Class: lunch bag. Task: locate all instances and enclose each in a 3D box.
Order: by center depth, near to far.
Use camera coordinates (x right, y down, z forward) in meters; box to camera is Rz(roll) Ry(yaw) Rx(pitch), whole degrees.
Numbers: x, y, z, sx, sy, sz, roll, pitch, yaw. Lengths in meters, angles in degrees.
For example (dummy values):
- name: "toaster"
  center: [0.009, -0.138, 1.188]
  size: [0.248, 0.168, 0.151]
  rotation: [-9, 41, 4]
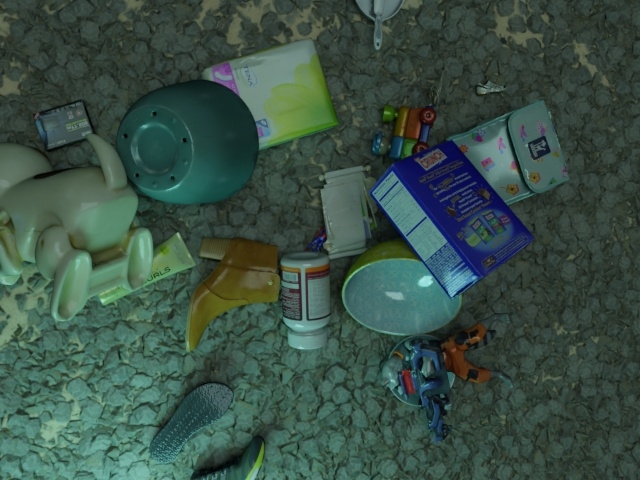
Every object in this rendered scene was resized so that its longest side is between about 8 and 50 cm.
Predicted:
- name: "lunch bag"
  center: [0.471, -0.207, 1.766]
  size: [0.262, 0.160, 0.224]
  rotation: [-20, 95, 14]

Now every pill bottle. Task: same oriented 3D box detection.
- name: "pill bottle"
  center: [-0.035, 0.145, 1.727]
  size: [0.121, 0.121, 0.221]
  rotation: [-3, 102, -9]

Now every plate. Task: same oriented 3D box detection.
- name: "plate"
  center: [0.260, 0.336, 1.833]
  size: [0.188, 0.024, 0.188]
  rotation: [0, 90, -9]

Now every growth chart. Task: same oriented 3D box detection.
- name: "growth chart"
  center: [0.073, -0.071, 1.786]
  size: [0.171, 0.021, 0.238]
  rotation: [-4, 92, -23]

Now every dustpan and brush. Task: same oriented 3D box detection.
- name: "dustpan and brush"
  center: [0.146, -0.583, 1.787]
  size: [0.147, 0.060, 0.211]
  rotation: [4, 90, -9]

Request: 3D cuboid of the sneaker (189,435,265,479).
- name: "sneaker"
  center: [-0.249, 0.590, 1.715]
  size: [0.121, 0.111, 0.300]
  rotation: [42, 82, -3]

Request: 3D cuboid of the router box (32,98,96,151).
- name: "router box"
  center: [-0.610, -0.274, 1.680]
  size: [0.122, 0.038, 0.092]
  rotation: [-20, 94, -8]

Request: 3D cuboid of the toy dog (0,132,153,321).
- name: "toy dog"
  center: [-0.610, -0.068, 1.534]
  size: [0.407, 0.284, 0.396]
  rotation: [25, 125, 21]

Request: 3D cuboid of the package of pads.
- name: "package of pads"
  center: [-0.127, -0.350, 1.726]
  size: [0.296, 0.101, 0.229]
  rotation: [-18, 94, -9]

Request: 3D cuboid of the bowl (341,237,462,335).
- name: "bowl"
  center: [0.202, 0.089, 1.739]
  size: [0.289, 0.289, 0.156]
  rotation: [17, 45, -9]

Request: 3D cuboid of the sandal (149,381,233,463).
- name: "sandal"
  center: [-0.320, 0.437, 1.733]
  size: [0.254, 0.054, 0.097]
  rotation: [-42, 89, 3]

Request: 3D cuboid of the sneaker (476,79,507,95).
- name: "sneaker"
  center: [0.451, -0.405, 1.852]
  size: [0.083, 0.032, 0.037]
  rotation: [-9, 92, -9]

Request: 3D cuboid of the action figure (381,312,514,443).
- name: "action figure"
  center: [0.313, 0.334, 1.781]
  size: [0.330, 0.179, 0.342]
  rotation: [-9, 121, -3]

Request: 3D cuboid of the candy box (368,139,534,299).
- name: "candy box"
  center: [0.304, -0.058, 1.628]
  size: [0.268, 0.122, 0.317]
  rotation: [-25, 75, -45]

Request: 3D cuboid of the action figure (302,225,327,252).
- name: "action figure"
  center: [0.000, 0.000, 1.787]
  size: [0.038, 0.030, 0.115]
  rotation: [41, 82, -4]

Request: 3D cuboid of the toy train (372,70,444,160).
- name: "toy train"
  center: [0.221, -0.321, 1.790]
  size: [0.143, 0.105, 0.248]
  rotation: [11, 89, 4]

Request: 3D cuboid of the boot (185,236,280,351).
- name: "boot"
  center: [-0.210, 0.139, 1.716]
  size: [0.211, 0.104, 0.295]
  rotation: [11, 85, -9]

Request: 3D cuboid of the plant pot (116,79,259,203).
- name: "plant pot"
  center: [-0.314, -0.212, 1.575]
  size: [0.292, 0.235, 0.293]
  rotation: [3, 102, 15]

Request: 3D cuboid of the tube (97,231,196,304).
- name: "tube"
  center: [-0.430, 0.073, 1.705]
  size: [0.240, 0.062, 0.070]
  rotation: [-28, 139, -14]
